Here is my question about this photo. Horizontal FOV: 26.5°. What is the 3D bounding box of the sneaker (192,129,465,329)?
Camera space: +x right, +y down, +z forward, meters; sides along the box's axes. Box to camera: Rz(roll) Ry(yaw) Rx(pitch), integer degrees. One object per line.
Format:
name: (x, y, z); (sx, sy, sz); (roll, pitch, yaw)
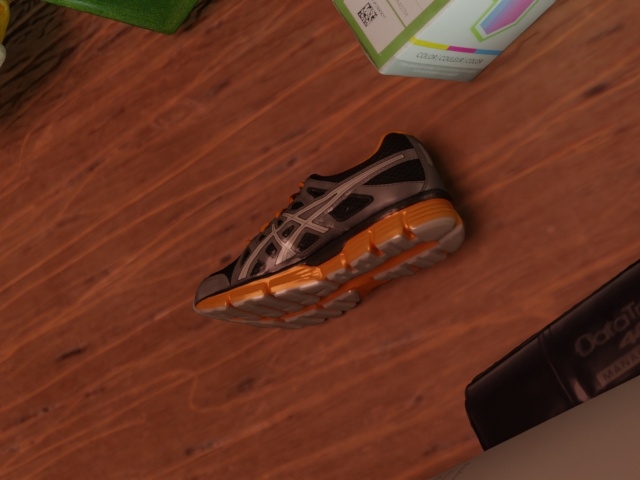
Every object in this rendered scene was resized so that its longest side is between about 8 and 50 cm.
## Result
sneaker: (0.000, 0.000, 0.912); (0.215, 0.084, 0.083); (-25, 66, 30)

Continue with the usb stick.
usb stick: (0.196, 0.049, 0.792); (0.278, 0.045, 0.077); (-41, 63, 30)

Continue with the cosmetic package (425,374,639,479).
cosmetic package: (0.166, 0.181, 0.700); (0.385, 0.217, 0.156); (-31, 97, 34)

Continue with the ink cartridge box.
ink cartridge box: (0.116, -0.182, 0.791); (0.209, 0.109, 0.062); (-42, 70, 29)

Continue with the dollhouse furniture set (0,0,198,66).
dollhouse furniture set: (-0.211, -0.219, 1.048); (0.301, 0.151, 0.197); (-43, 47, 47)
